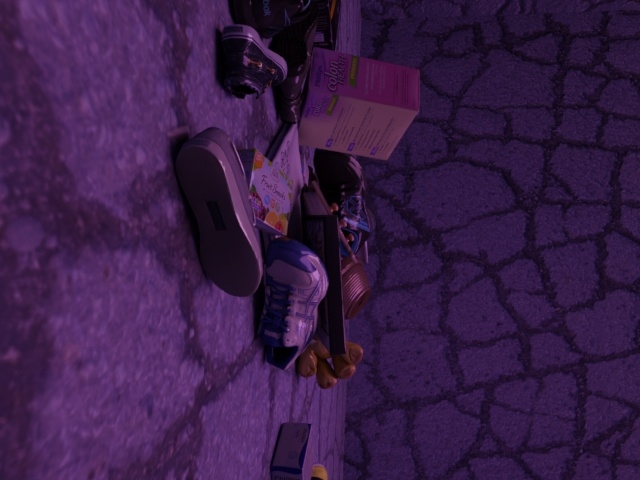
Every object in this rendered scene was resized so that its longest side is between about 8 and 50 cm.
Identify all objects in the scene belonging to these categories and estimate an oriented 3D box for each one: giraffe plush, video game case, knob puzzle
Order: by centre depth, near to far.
[{"bbox_3d":[0.002,0.082,1.046,0.248,0.035,0.275,-166,-107,-78],"label":"video game case"},{"bbox_3d":[0.051,-0.028,1.112,0.213,0.030,0.213,62,3,-5],"label":"knob puzzle"},{"bbox_3d":[0.006,0.277,1.350,0.210,0.181,0.170,52,10,-17],"label":"giraffe plush"}]

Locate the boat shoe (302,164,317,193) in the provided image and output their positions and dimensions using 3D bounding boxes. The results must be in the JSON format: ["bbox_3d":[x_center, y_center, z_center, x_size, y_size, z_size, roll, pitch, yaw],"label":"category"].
[{"bbox_3d":[-0.021,-0.136,1.340,0.056,0.048,0.153,-74,163,-62],"label":"boat shoe"}]

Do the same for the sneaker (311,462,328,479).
[{"bbox_3d":[-0.006,0.730,1.270,0.384,0.147,0.145,-46,135,-80],"label":"sneaker"}]

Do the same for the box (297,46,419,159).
[{"bbox_3d":[0.076,-0.307,1.119,0.213,0.243,0.117,119,-22,-67],"label":"box"}]

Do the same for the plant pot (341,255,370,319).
[{"bbox_3d":[0.083,0.171,1.530,0.237,0.110,0.237,-45,156,-27],"label":"plant pot"}]

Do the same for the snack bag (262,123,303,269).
[{"bbox_3d":[-0.072,-0.051,1.038,0.323,0.037,0.342,-77,167,-56],"label":"snack bag"}]

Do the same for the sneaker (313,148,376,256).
[{"bbox_3d":[0.063,-0.103,1.321,0.139,0.125,0.341,-60,137,-36],"label":"sneaker"}]

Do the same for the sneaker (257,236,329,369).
[{"bbox_3d":[-0.057,0.128,0.882,0.296,0.112,0.131,85,29,-44],"label":"sneaker"}]

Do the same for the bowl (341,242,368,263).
[{"bbox_3d":[0.074,-0.057,1.648,0.298,0.134,0.298,-9,90,-87],"label":"bowl"}]

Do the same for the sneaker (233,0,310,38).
[{"bbox_3d":[-0.063,-0.387,0.800,0.267,0.106,0.101,-76,164,-63],"label":"sneaker"}]

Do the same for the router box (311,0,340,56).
[{"bbox_3d":[0.002,-0.682,1.285,0.243,0.081,0.309,79,15,-59],"label":"router box"}]

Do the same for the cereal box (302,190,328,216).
[{"bbox_3d":[0.000,0.000,1.256,0.240,0.047,0.173,-113,-163,-54],"label":"cereal box"}]

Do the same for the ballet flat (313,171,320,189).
[{"bbox_3d":[0.013,-0.088,1.426,0.086,0.086,0.248,-32,123,-81],"label":"ballet flat"}]

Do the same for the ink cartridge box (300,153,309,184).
[{"bbox_3d":[-0.049,-0.174,1.205,0.083,0.028,0.048,72,21,-66],"label":"ink cartridge box"}]

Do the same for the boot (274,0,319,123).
[{"bbox_3d":[-0.058,-0.377,1.013,0.161,0.083,0.246,99,0,-59],"label":"boot"}]

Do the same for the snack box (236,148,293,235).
[{"bbox_3d":[-0.092,-0.072,0.769,0.141,0.037,0.100,34,59,-65],"label":"snack box"}]

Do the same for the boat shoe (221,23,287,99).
[{"bbox_3d":[-0.100,-0.246,0.725,0.183,0.065,0.083,-2,95,-75],"label":"boat shoe"}]

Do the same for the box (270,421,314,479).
[{"bbox_3d":[-0.061,0.510,1.097,0.126,0.072,0.137,-72,163,-62],"label":"box"}]

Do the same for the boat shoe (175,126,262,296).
[{"bbox_3d":[-0.111,-0.032,0.601,0.081,0.079,0.227,-71,159,-51],"label":"boat shoe"}]
